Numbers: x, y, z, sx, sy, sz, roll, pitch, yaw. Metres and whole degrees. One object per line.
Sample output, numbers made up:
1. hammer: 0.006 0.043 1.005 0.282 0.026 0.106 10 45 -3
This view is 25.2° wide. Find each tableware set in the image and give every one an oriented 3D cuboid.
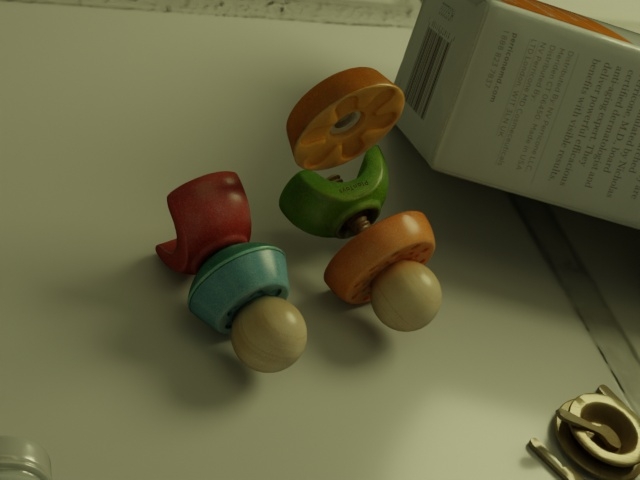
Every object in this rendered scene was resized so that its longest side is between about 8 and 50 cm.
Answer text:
1. tableware set: 0.278 0.195 1.186 0.194 0.039 0.128 44 43 19

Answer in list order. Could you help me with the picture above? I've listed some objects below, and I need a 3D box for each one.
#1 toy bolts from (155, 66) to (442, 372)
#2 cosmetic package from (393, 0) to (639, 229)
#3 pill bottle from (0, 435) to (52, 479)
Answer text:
1. toy bolts: 0.000 0.000 1.141 0.228 0.218 0.158 -23 65 -21
2. cosmetic package: 0.313 -0.107 1.374 0.453 0.162 0.230 16 15 -14
3. pill bottle: -0.200 0.196 0.899 0.078 0.078 0.137 8 43 -21
